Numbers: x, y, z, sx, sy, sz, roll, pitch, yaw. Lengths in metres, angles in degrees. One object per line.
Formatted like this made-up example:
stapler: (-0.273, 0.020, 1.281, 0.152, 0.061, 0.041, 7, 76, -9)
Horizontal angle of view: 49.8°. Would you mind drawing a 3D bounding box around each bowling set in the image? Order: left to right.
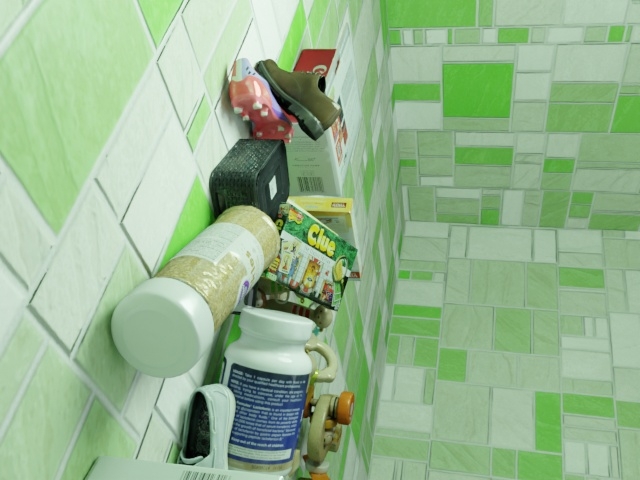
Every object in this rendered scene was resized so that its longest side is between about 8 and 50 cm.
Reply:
bowling set: (-0.064, 0.144, 1.351, 0.200, 0.154, 0.286, 15, 78, -77)

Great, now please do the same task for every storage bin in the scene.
storage bin: (-0.120, -0.096, 1.217, 0.180, 0.085, 0.122, -67, 157, -57)

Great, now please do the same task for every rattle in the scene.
rattle: (-0.033, 0.295, 1.713, 0.199, 0.130, 0.142, -111, -159, -47)

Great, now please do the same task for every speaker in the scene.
speaker: (-0.138, 0.065, 1.242, 0.055, 0.055, 0.136, 49, 46, -71)

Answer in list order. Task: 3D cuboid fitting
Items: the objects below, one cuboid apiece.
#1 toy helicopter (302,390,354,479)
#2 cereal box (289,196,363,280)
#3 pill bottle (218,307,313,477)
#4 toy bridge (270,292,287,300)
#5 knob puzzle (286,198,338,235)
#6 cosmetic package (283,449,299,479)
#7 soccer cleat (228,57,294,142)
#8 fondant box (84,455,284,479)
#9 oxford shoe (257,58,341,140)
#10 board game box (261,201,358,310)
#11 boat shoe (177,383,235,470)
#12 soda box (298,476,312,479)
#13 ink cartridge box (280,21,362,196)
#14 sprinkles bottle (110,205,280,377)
toy helicopter: (0.017, 0.530, 1.837, 0.355, 0.140, 0.234, 67, 31, -67)
cereal box: (0.000, 0.000, 1.553, 0.240, 0.173, 0.047, 79, 18, -48)
pill bottle: (-0.098, 0.254, 1.169, 0.153, 0.153, 0.264, 7, 94, -77)
toy bridge: (-0.091, 0.122, 1.512, 0.063, 0.026, 0.188, -23, 115, -73)
knob puzzle: (-0.051, -0.007, 1.349, 0.030, 0.213, 0.213, -45, -164, 37)
cosmetic package: (-0.088, 0.499, 1.537, 0.115, 0.060, 0.041, 1, 91, -78)
soccer cleat: (-0.105, -0.245, 1.268, 0.248, 0.083, 0.095, 37, 47, -73)
fondant box: (-0.151, 0.422, 0.865, 0.096, 0.239, 0.330, -70, 159, -54)
oxford shoe: (-0.037, -0.281, 1.292, 0.096, 0.227, 0.083, -40, 149, -2)
board game box: (-0.017, 0.037, 1.278, 0.260, 0.030, 0.136, 32, 72, -55)
boat shoe: (-0.189, 0.337, 1.070, 0.081, 0.079, 0.227, 21, 72, -58)
soda box: (-0.048, 0.665, 1.739, 0.181, 0.061, 0.058, -21, 113, -75)
ink cartridge box: (-0.004, -0.300, 1.558, 0.309, 0.130, 0.271, -74, 160, -44)
sprinkles bottle: (-0.162, 0.056, 0.992, 0.355, 0.121, 0.121, -57, 148, -65)
